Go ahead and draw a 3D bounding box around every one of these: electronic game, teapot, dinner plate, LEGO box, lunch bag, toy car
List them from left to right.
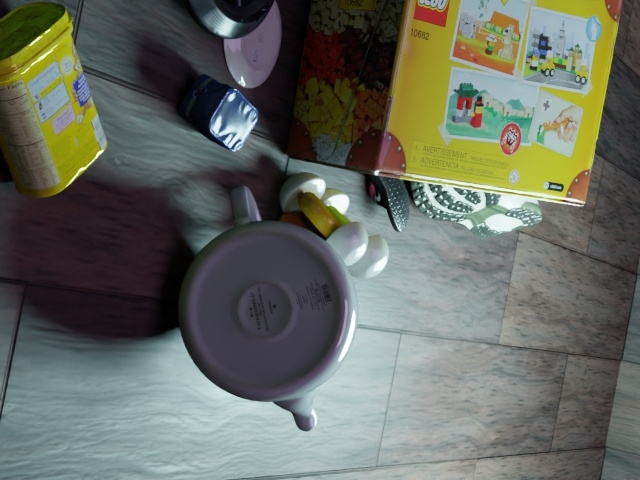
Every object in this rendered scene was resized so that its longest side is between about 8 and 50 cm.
[{"bbox_3d":[-0.135,-0.166,1.604,0.067,0.065,0.098,-57,148,-8],"label":"lunch bag"},{"bbox_3d":[-0.113,-0.372,1.593,0.229,0.048,0.229,-21,115,-56],"label":"electronic game"},{"bbox_3d":[-0.087,-0.278,1.704,0.141,0.017,0.141,-28,123,-53],"label":"dinner plate"},{"bbox_3d":[-0.066,0.090,1.671,0.256,0.252,0.187,-61,175,-1],"label":"teapot"},{"bbox_3d":[0.000,0.000,1.837,0.136,0.159,0.182,-45,151,9],"label":"toy car"},{"bbox_3d":[0.220,-0.268,1.913,0.500,0.193,0.372,6,95,-43],"label":"LEGO box"}]

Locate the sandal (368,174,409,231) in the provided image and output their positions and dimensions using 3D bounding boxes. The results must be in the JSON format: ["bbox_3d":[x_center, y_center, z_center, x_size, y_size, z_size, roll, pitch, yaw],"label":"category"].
[{"bbox_3d":[0.101,-0.094,2.077,0.179,0.040,0.067,64,38,-26],"label":"sandal"}]

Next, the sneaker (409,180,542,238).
[{"bbox_3d":[0.264,-0.132,2.295,0.410,0.158,0.182,29,43,-58],"label":"sneaker"}]

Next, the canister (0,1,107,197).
[{"bbox_3d":[-0.296,-0.146,1.317,0.126,0.073,0.170,-52,141,-40],"label":"canister"}]
